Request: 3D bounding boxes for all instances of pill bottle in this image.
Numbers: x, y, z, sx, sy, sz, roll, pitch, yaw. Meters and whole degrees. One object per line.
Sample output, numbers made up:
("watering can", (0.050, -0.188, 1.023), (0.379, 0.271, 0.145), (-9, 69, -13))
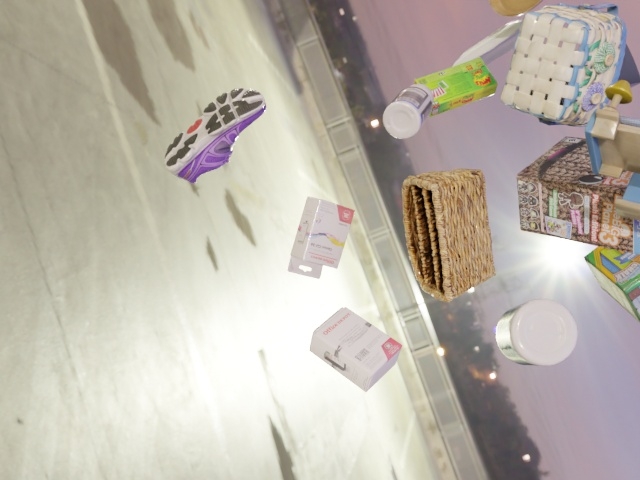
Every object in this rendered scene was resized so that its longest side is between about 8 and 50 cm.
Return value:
("pill bottle", (0.487, 0.215, 1.696), (0.264, 0.146, 0.146), (67, 3, -79))
("pill bottle", (0.181, -0.264, 1.486), (0.078, 0.078, 0.137), (67, 32, -20))

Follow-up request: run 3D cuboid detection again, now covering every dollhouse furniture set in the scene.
("dollhouse furniture set", (0.621, -0.164, 1.205), (0.286, 0.198, 0.303), (19, -15, 34))

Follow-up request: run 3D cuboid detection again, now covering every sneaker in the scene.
("sneaker", (-0.139, -0.144, 1.024), (0.071, 0.169, 0.068), (37, 23, -45))

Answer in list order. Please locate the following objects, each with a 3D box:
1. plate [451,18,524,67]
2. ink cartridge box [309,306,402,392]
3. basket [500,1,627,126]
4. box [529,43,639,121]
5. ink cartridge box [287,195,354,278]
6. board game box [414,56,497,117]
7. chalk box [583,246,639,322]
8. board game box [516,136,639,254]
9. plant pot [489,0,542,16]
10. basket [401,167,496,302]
("plate", (0.546, -0.606, 2.281), (0.045, 0.278, 0.277), (61, 30, 1))
("ink cartridge box", (0.099, 0.310, 2.125), (0.217, 0.158, 0.092), (34, -45, 23))
("basket", (0.497, -0.344, 1.471), (0.289, 0.201, 0.255), (-23, 130, -50))
("box", (0.637, -0.381, 1.792), (0.207, 0.153, 0.108), (-26, -99, 55))
("ink cartridge box", (0.000, 0.000, 1.854), (0.115, 0.198, 0.067), (15, 2, -35))
("board game box", (0.329, -0.376, 1.806), (0.043, 0.181, 0.092), (88, -21, -63))
("chalk box", (1.000, 0.120, 2.296), (0.180, 0.179, 0.289), (49, 6, -32))
("board game box", (0.618, -0.107, 1.612), (0.290, 0.232, 0.141), (15, -52, 42))
("plant pot", (0.551, -0.709, 1.974), (0.032, 0.236, 0.236), (14, 46, -37))
("basket", (0.284, -0.019, 1.849), (0.223, 0.213, 0.300), (-21, 107, -44))
